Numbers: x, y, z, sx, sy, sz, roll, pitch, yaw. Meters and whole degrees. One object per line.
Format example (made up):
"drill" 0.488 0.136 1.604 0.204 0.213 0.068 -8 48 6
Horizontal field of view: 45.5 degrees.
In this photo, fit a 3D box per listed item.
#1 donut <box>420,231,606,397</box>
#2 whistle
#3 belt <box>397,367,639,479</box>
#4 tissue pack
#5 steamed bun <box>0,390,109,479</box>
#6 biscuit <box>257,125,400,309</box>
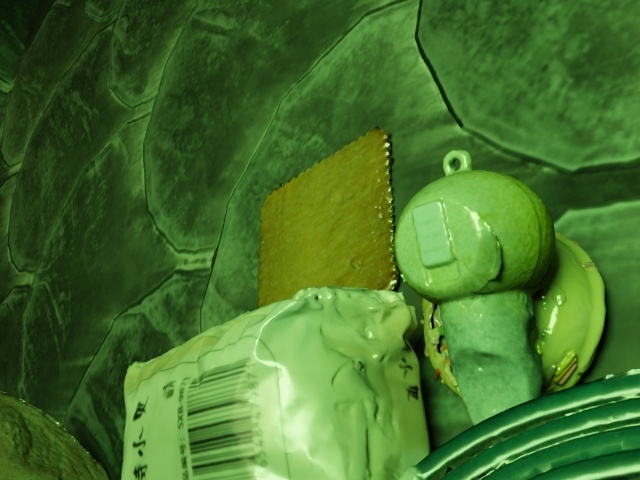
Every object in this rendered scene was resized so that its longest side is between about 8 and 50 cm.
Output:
"donut" 0.155 0.063 0.647 0.174 0.068 0.175 -25 53 39
"whistle" 0.127 0.039 0.575 0.123 0.123 0.223 -18 80 44
"belt" 0.196 0.220 0.360 0.436 0.173 0.300 -12 42 27
"tissue pack" -0.053 0.252 0.686 0.390 0.195 0.376 -23 65 41
"steamed bun" -0.446 0.360 1.004 0.251 0.301 0.199 -47 20 11
"biscuit" 0.000 0.000 0.913 0.237 0.013 0.232 -28 51 39
